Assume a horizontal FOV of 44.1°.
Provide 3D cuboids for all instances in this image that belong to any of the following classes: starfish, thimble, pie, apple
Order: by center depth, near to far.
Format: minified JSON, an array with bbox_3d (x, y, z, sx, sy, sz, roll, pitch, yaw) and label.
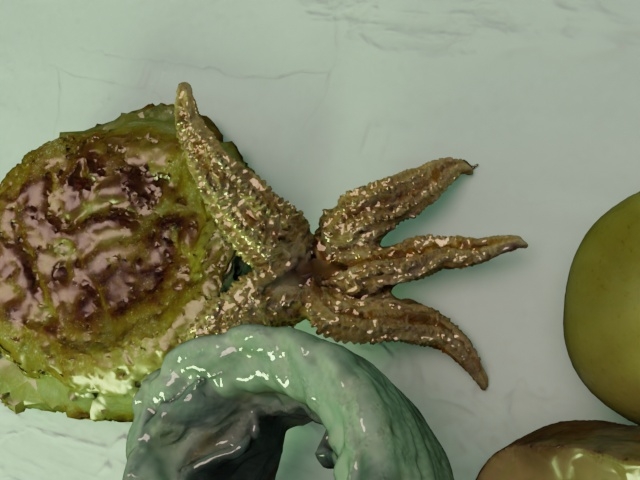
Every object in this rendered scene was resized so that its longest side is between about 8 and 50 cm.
[{"bbox_3d":[-0.019,0.173,0.547,0.205,0.172,0.250,-52,47,-4],"label":"thimble"},{"bbox_3d":[0.268,0.048,0.555,0.200,0.200,0.200,-6,73,20],"label":"apple"},{"bbox_3d":[0.026,0.006,0.689,0.293,0.084,0.301,-3,83,0],"label":"starfish"},{"bbox_3d":[-0.208,0.020,0.789,0.288,0.103,0.355,22,82,19],"label":"pie"}]

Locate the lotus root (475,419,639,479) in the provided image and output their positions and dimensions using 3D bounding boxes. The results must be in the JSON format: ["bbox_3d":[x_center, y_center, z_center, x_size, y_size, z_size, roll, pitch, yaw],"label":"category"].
[{"bbox_3d":[0.235,0.270,0.460,0.375,0.111,0.390,49,125,27],"label":"lotus root"}]
